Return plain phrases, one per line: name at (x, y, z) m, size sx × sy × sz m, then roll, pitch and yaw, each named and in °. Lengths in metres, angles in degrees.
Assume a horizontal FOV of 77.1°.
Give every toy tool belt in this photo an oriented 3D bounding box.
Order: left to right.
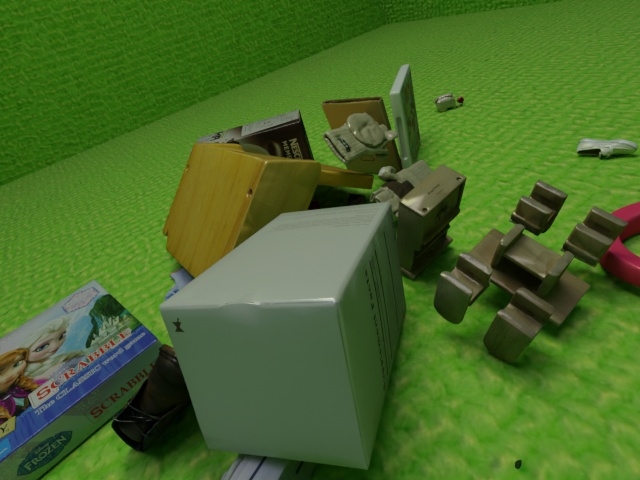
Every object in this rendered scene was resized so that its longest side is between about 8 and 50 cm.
toy tool belt at (0.394, -0.435, 1.244) m, size 0.083 × 0.052 × 0.051 m, roll -15°, pitch 41°, yaw 4°

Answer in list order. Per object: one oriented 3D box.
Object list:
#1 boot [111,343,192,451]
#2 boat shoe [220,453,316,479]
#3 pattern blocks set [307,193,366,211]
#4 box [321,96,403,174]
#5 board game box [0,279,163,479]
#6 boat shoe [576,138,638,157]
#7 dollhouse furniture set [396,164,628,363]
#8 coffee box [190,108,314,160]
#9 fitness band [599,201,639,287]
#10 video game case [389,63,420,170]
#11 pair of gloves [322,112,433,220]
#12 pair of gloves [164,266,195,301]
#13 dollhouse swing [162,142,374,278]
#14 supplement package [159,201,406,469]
boot at (-0.189, 0.197, 0.481) m, size 0.082 × 0.219 × 0.106 m, roll 33°, pitch 56°, yaw -1°
boat shoe at (-0.068, 0.263, 0.406) m, size 0.076 × 0.083 × 0.226 m, roll -6°, pitch 21°, yaw 31°
pattern blocks set at (0.000, 0.000, 0.803) m, size 0.285 × 0.026 × 0.325 m, roll 0°, pitch 37°, yaw 29°
box at (0.102, -0.244, 0.961) m, size 0.164 × 0.201 × 0.021 m, roll 12°, pitch 53°, yaw 39°
board game box at (-0.450, 0.223, 0.653) m, size 0.318 × 0.066 × 0.319 m, roll 17°, pitch 46°, yaw 43°
boat shoe at (0.563, -0.178, 0.795) m, size 0.100 × 0.035 × 0.035 m, roll 19°, pitch 75°, yaw 39°
dollhouse furniture set at (0.233, 0.029, 0.572) m, size 0.212 × 0.161 × 0.242 m, roll -39°, pitch 58°, yaw -20°
coffee box at (-0.174, -0.227, 1.103) m, size 0.297 × 0.168 × 0.119 m, roll -15°, pitch 32°, yaw 7°
fitness band at (0.528, 0.002, 0.524) m, size 0.291 × 0.054 × 0.209 m, roll -13°, pitch 30°, yaw 6°
video game case at (0.209, -0.290, 0.970) m, size 0.026 × 0.206 × 0.227 m, roll -4°, pitch 35°, yaw 21°
pair of gloves at (0.128, -0.151, 0.813) m, size 0.204 × 0.240 × 0.042 m, roll -45°, pitch 3°, yaw -43°
pair of gloves at (-0.230, 0.065, 0.825) m, size 0.198 × 0.023 × 0.159 m, roll -30°, pitch 34°, yaw -20°
dollhouse swing at (-0.108, -0.061, 0.874) m, size 0.347 × 0.305 × 0.315 m, roll 24°, pitch 94°, yaw 50°
supplement package at (-0.009, 0.082, 0.485) m, size 0.177 × 0.175 × 0.293 m, roll -4°, pitch 19°, yaw 21°
